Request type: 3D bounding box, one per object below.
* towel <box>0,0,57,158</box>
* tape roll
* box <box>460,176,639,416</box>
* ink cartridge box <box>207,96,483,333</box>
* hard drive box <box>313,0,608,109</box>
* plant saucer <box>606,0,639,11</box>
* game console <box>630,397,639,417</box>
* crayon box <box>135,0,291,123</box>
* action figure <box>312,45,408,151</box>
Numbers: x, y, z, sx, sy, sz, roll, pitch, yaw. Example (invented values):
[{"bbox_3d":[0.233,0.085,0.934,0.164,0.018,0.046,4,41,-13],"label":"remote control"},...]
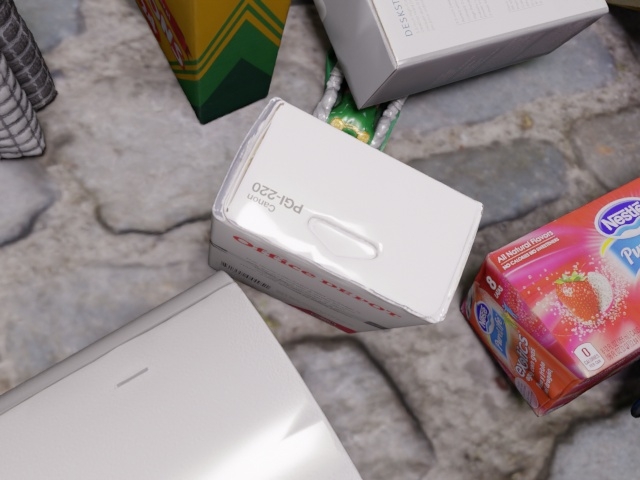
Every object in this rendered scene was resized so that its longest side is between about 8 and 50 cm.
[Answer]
[{"bbox_3d":[-0.361,-0.157,0.396,0.284,0.235,0.121,4,77,-11],"label":"towel"},{"bbox_3d":[-0.079,0.165,0.393,0.169,0.246,0.246,-30,88,-14],"label":"tape roll"},{"bbox_3d":[0.278,0.036,0.527,0.257,0.122,0.128,-24,61,-13],"label":"box"},{"bbox_3d":[0.000,0.000,0.448,0.159,0.218,0.092,26,77,-6],"label":"ink cartridge box"},{"bbox_3d":[0.115,-0.244,0.518,0.232,0.089,0.181,-19,86,-20],"label":"hard drive box"},{"bbox_3d":[0.462,-0.242,0.566,0.333,0.332,0.081,9,115,-9],"label":"plant saucer"},{"bbox_3d":[0.461,0.087,0.468,0.293,0.250,0.173,-18,111,-21],"label":"game console"},{"bbox_3d":[-0.102,-0.238,0.415,0.081,0.318,0.202,-27,87,-14],"label":"crayon box"},{"bbox_3d":[0.052,-0.168,0.570,0.137,0.063,0.232,23,81,-10],"label":"action figure"}]
